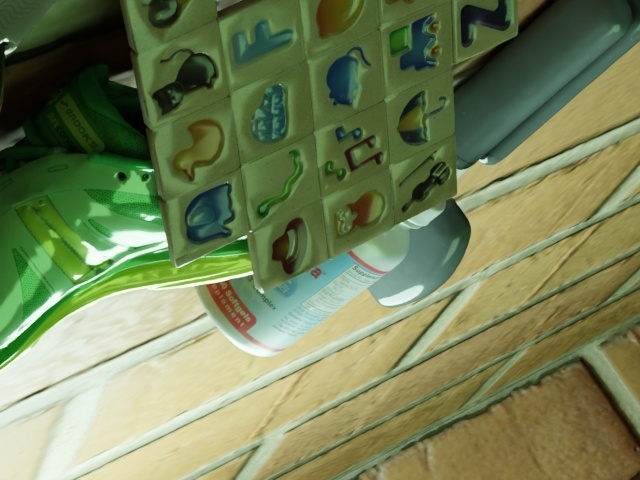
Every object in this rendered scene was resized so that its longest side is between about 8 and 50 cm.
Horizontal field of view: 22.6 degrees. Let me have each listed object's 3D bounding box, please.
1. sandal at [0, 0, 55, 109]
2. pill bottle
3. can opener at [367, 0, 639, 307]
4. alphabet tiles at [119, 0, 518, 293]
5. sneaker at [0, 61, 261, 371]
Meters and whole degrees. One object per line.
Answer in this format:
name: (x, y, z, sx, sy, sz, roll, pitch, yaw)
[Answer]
sandal: (-0.151, -0.054, 0.614, 0.219, 0.060, 0.090, -37, 164, 25)
pill bottle: (0.000, 0.000, 1.041, 0.160, 0.087, 0.087, -38, 164, 21)
can opener: (0.121, -0.058, 1.080, 0.283, 0.095, 0.076, -42, 163, 34)
alphabet tiles: (0.009, -0.088, 0.709, 0.198, 0.009, 0.237, -27, 135, -22)
sneaker: (-0.127, -0.021, 0.744, 0.295, 0.109, 0.123, -22, 136, -22)
